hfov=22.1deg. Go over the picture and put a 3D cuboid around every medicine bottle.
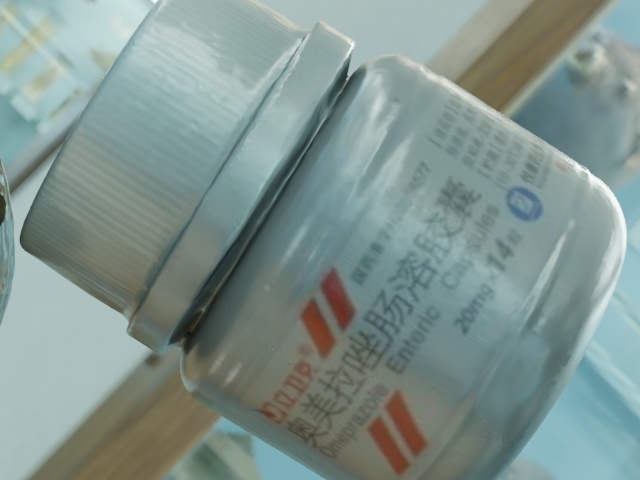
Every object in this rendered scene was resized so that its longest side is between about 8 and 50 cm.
[{"bbox_3d":[0.000,0.000,0.987,0.306,0.245,0.245,32,-8,-2],"label":"medicine bottle"}]

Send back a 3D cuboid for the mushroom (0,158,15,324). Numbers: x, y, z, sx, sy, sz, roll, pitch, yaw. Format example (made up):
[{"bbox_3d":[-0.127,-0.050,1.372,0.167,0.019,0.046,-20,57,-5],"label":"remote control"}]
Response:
[{"bbox_3d":[-0.315,0.051,0.940,0.294,0.362,0.362,29,-15,26],"label":"mushroom"}]
